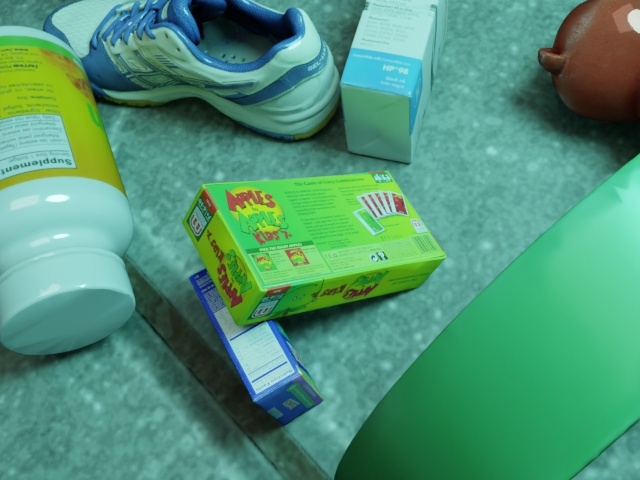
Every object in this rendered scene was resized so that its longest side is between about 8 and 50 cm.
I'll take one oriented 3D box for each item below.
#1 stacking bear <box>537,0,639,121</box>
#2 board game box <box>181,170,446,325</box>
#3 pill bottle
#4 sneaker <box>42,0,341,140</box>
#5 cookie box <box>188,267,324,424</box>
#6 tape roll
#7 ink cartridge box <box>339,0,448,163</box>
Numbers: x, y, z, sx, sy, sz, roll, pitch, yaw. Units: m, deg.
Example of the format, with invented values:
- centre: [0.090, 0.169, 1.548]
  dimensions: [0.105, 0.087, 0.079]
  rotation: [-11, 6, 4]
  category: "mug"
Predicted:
- centre: [0.314, -0.121, 0.597]
  dimensions: [0.289, 0.164, 0.175]
  rotation: [26, 38, 33]
  category: "stacking bear"
- centre: [0.000, 0.000, 0.586]
  dimensions: [0.181, 0.043, 0.092]
  rotation: [-8, 56, -41]
  category: "board game box"
- centre: [-0.230, -0.040, 0.635]
  dimensions: [0.136, 0.136, 0.245]
  rotation: [-22, 64, -4]
  category: "pill bottle"
- centre: [-0.124, -0.185, 0.698]
  dimensions: [0.296, 0.131, 0.112]
  rotation: [13, 69, 14]
  category: "sneaker"
- centre: [-0.046, 0.075, 0.585]
  dimensions: [0.040, 0.092, 0.107]
  rotation: [-31, 66, -3]
  category: "cookie box"
- centre: [0.155, 0.064, 0.438]
  dimensions: [0.321, 0.321, 0.077]
  rotation: [-36, 67, -11]
  category: "tape roll"
- centre: [0.071, -0.172, 0.681]
  dimensions: [0.060, 0.104, 0.180]
  rotation: [12, 67, 12]
  category: "ink cartridge box"
